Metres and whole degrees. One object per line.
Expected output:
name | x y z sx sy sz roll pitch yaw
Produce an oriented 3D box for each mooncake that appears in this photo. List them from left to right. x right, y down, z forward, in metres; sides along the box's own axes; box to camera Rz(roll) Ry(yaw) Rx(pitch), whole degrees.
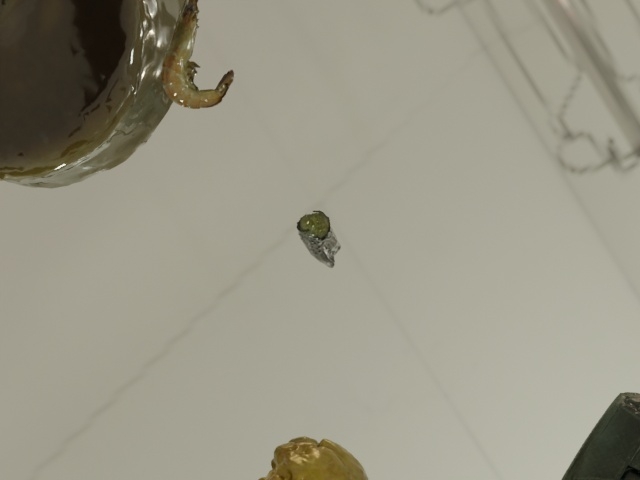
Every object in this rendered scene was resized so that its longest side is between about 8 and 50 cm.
mooncake | -0.369 -0.265 2.216 0.394 0.393 0.246 2 180 18

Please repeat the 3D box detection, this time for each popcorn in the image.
popcorn | -0.009 0.301 1.896 0.152 0.148 0.167 -12 -127 27

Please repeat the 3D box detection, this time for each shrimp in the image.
shrimp | -0.118 -0.186 1.731 0.083 0.114 0.023 13 171 -35

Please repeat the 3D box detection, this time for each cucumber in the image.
cucumber | -0.002 0.000 1.757 0.135 0.034 0.033 73 28 -74

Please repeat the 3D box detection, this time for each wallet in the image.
wallet | 0.384 0.251 1.818 0.236 0.055 0.160 18 -127 36
